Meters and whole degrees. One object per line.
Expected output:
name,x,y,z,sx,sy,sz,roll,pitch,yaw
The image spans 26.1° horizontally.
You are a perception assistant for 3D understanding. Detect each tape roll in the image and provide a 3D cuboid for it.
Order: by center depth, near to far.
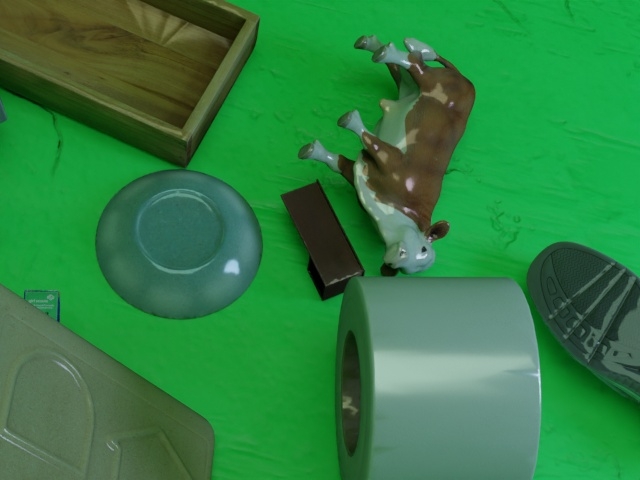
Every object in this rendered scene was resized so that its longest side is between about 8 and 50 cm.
tape roll,0.113,0.158,1.426,0.169,0.246,0.246,1,63,-8

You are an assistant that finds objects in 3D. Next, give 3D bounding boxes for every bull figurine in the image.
bull figurine,0.089,-0.106,1.621,0.188,0.101,0.310,41,52,-24

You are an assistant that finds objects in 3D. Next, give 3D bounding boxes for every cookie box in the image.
cookie box,-0.299,0.119,1.473,0.040,0.092,0.107,1,64,-10

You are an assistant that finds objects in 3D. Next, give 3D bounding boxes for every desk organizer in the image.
desk organizer,0.000,0.000,1.600,0.050,0.047,0.130,-21,68,-15

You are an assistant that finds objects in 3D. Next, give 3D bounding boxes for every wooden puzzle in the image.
wooden puzzle,-0.235,0.252,1.311,0.080,0.322,0.348,-26,44,26

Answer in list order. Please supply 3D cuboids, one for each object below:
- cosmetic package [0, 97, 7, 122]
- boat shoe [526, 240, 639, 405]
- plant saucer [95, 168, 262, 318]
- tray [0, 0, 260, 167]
cosmetic package,-0.439,-0.240,1.538,0.107,0.127,0.238,-24,74,-10
boat shoe,0.365,0.128,1.570,0.320,0.103,0.118,40,84,18
plant saucer,-0.161,-0.005,1.586,0.195,0.037,0.195,3,63,-6
tray,-0.303,-0.261,1.673,0.411,0.076,0.203,25,62,4
